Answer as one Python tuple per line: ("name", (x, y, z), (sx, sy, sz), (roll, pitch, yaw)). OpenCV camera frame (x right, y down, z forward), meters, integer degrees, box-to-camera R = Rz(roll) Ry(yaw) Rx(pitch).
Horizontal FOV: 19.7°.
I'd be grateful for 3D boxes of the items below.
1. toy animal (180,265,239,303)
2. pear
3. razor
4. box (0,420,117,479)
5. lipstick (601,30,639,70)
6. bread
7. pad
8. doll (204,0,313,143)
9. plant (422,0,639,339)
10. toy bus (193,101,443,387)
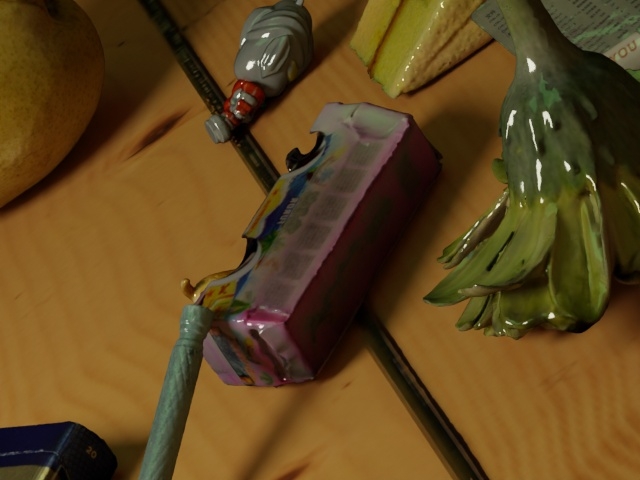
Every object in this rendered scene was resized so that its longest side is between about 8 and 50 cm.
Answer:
("toy animal", (-0.072, 0.026, 1.590), (0.083, 0.081, 0.060), (-55, 25, 11))
("pear", (-0.402, -0.176, 2.011), (0.314, 0.314, 0.314), (-27, 30, 18))
("razor", (-0.116, 0.159, 1.387), (0.106, 0.068, 0.232), (-6, 60, 41))
("box", (-0.287, 0.264, 1.480), (0.168, 0.071, 0.259), (-9, 39, 40))
("lipstick", (0.216, -0.120, 1.513), (0.131, 0.038, 0.038), (-35, 29, 4))
("bread", (0.165, -0.251, 1.759), (0.264, 0.163, 0.167), (-63, 26, 19))
("pad", (0.272, -0.242, 1.601), (0.265, 0.009, 0.159), (-40, 51, -5))
("doll", (-0.060, -0.176, 1.869), (0.180, 0.079, 0.094), (-58, 8, -9))
("plant", (0.214, -0.077, 1.311), (0.261, 0.297, 0.306), (11, 30, 16))
("toy bus", (0.000, -0.001, 1.529), (0.112, 0.090, 0.274), (0, 45, 38))
